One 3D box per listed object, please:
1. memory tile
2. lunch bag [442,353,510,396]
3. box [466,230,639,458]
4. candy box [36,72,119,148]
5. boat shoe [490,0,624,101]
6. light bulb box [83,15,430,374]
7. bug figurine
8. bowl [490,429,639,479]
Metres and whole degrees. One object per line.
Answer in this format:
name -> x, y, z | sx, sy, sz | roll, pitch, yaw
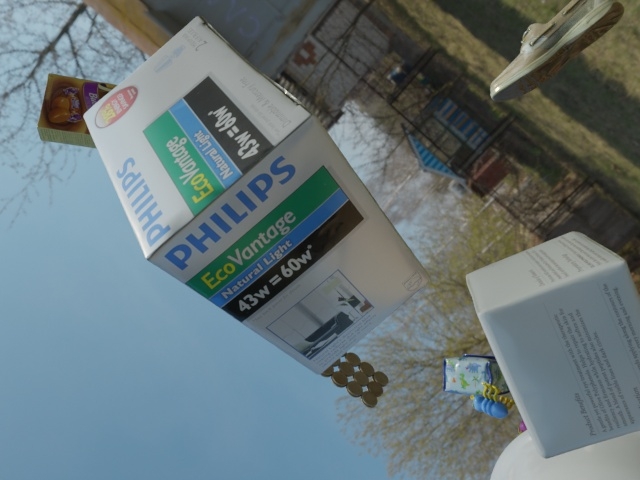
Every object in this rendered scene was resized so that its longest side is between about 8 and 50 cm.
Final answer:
memory tile -> 0.070, 0.286, 1.176 | 0.148, 0.012, 0.113 | 34, -148, 8
lunch bag -> 0.384, 0.321, 1.309 | 0.151, 0.096, 0.129 | 16, 163, -42
box -> 0.157, 0.062, 0.359 | 0.101, 0.087, 0.102 | 65, -167, -6
candy box -> -0.378, -0.216, 0.955 | 0.187, 0.053, 0.109 | 6, -112, -17
boat shoe -> 0.490, -0.423, 1.196 | 0.109, 0.302, 0.098 | -1, -121, -55
light bulb box -> -0.086, -0.059, 0.772 | 0.358, 0.225, 0.361 | 50, -178, 43
bug figurine -> 0.455, 0.410, 1.169 | 0.279, 0.072, 0.216 | 38, 164, -20
bowl -> 0.302, 0.337, 0.548 | 0.298, 0.298, 0.134 | 45, -147, 10
